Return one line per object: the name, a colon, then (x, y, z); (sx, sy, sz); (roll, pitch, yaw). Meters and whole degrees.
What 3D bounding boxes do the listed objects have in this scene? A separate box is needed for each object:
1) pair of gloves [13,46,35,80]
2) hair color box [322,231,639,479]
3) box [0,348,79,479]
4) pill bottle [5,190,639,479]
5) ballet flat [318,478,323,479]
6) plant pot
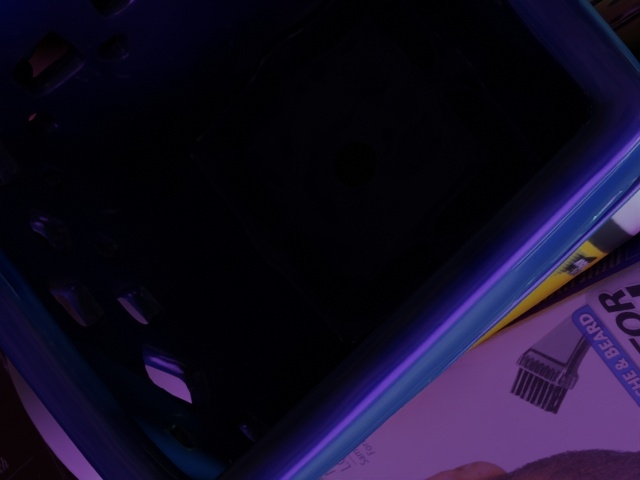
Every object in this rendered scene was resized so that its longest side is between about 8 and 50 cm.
pair of gloves: (-0.213, -0.037, 0.682); (0.159, 0.023, 0.198); (-16, 157, -44)
hair color box: (0.172, 0.082, 0.910); (0.339, 0.185, 0.110); (-30, -158, 31)
box: (-0.096, 0.226, 0.971); (0.143, 0.381, 0.191); (-39, 160, 30)
pill bottle: (0.000, 0.000, 0.847); (0.334, 0.188, 0.188); (-36, 161, 15)
ballet flat: (0.006, 0.105, 1.089); (0.123, 0.123, 0.348); (-24, 143, -22)
plant pot: (-0.008, -0.043, 0.638); (0.236, 0.236, 0.212); (-44, 166, 12)
